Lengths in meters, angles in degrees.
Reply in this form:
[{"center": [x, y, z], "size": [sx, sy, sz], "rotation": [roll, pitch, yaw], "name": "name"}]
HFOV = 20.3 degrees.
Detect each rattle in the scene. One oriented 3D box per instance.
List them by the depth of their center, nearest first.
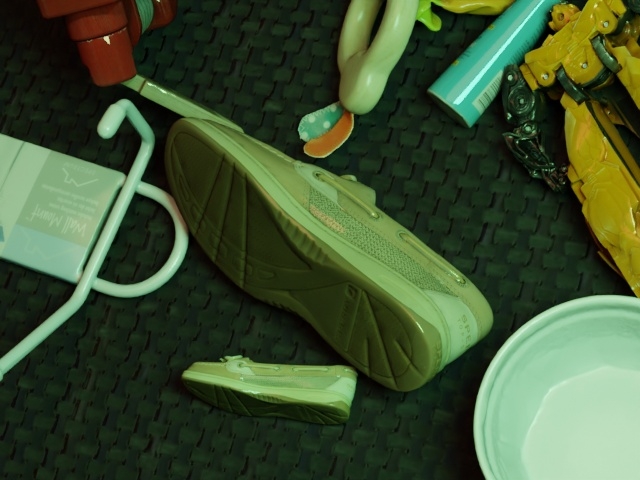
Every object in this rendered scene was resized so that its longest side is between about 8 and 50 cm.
[{"center": [0.076, -0.156, 1.651], "size": [0.130, 0.142, 0.200], "rotation": [11, 85, 53], "name": "rattle"}]

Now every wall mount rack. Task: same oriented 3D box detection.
[{"center": [-0.313, -0.009, 1.643], "size": [0.350, 0.130, 0.304], "rotation": [17, 74, 22], "name": "wall mount rack"}]

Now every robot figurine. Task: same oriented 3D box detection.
[{"center": [0.274, -0.086, 1.516], "size": [0.211, 0.085, 0.291], "rotation": [-40, 60, 27], "name": "robot figurine"}]

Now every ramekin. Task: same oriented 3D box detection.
[{"center": [0.233, 0.157, 1.432], "size": [0.207, 0.109, 0.207], "rotation": [-6, 67, 14], "name": "ramekin"}]

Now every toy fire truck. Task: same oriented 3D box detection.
[{"center": [-0.170, -0.207, 1.678], "size": [0.158, 0.217, 0.246], "rotation": [-12, 107, 10], "name": "toy fire truck"}]

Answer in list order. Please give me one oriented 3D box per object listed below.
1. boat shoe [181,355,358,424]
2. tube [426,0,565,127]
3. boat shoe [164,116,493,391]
[{"center": [-0.045, 0.123, 1.557], "size": [0.153, 0.056, 0.048], "rotation": [6, 60, 16], "name": "boat shoe"}, {"center": [0.183, -0.194, 1.617], "size": [0.052, 0.080, 0.207], "rotation": [42, 86, -2], "name": "tube"}, {"center": [0.000, 0.000, 1.573], "size": [0.341, 0.122, 0.110], "rotation": [41, 46, 23], "name": "boat shoe"}]
